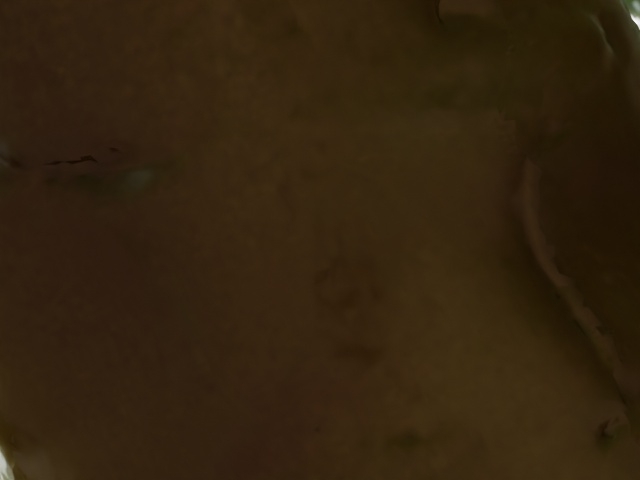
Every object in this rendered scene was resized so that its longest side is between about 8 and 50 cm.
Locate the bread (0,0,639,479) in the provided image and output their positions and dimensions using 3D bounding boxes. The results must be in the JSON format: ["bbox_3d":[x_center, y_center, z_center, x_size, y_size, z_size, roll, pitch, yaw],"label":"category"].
[{"bbox_3d":[-0.004,0.002,0.390,0.195,0.344,0.149,-27,2,10],"label":"bread"}]
